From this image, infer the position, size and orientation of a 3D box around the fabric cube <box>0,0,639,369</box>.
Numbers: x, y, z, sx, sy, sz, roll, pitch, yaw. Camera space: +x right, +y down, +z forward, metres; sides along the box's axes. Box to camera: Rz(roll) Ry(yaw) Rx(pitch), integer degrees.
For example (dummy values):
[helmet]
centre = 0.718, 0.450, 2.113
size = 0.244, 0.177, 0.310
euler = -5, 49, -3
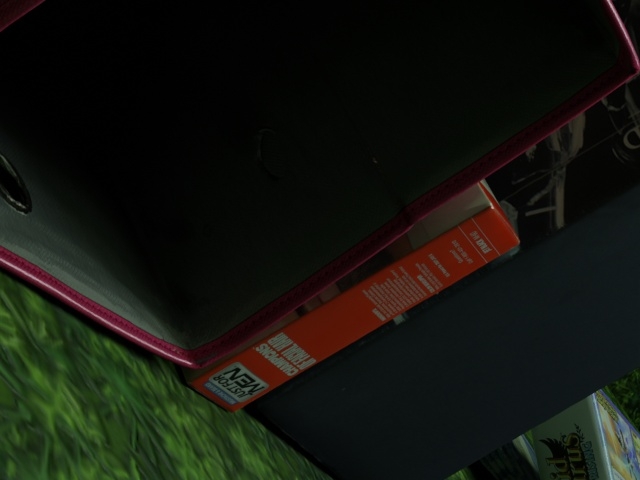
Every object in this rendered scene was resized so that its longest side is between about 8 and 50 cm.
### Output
[fabric cube]
centre = -0.061, -0.146, 0.694
size = 0.254, 0.259, 0.258
euler = 41, 17, -56

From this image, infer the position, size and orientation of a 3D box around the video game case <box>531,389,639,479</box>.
[video game case]
centre = 0.255, 0.270, 1.336
size = 0.269, 0.061, 0.244
euler = 44, 34, -56

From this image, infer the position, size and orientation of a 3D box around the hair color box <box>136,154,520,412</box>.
[hair color box]
centre = 0.000, 0.000, 0.787
size = 0.053, 0.167, 0.093
euler = 43, 17, -58

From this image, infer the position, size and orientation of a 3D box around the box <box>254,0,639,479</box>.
[box]
centre = 0.091, -0.074, 0.951
size = 0.179, 0.343, 0.312
euler = 47, 14, -53

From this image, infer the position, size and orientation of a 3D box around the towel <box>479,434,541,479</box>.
[towel]
centre = 0.137, 0.150, 1.391
size = 0.285, 0.034, 0.209
euler = 55, 8, -23
